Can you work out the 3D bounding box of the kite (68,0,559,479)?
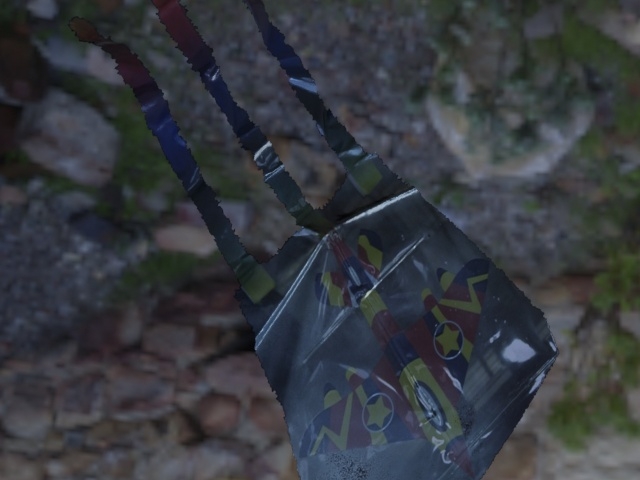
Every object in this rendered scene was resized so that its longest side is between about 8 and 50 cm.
[{"bbox_3d":[0.001,0.000,0.574,0.015,0.141,0.245,-9,119,54],"label":"kite"}]
